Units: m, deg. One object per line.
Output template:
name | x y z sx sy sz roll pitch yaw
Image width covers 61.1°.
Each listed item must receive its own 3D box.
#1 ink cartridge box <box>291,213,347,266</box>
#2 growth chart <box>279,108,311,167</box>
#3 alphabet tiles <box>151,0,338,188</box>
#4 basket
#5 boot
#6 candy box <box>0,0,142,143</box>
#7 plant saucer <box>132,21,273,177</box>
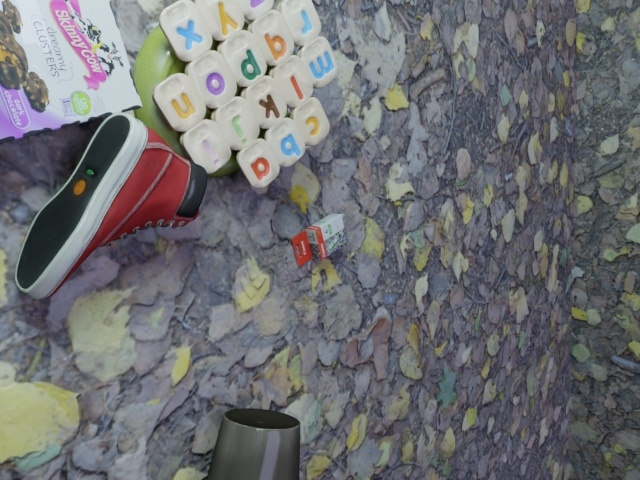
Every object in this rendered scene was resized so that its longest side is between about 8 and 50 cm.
ink cartridge box | 0.000 0.000 1.011 0.115 0.029 0.062 -33 119 -40
growth chart | -0.099 -0.219 0.878 0.172 0.021 0.237 -46 128 -33
alphabet tiles | -0.097 -0.229 0.778 0.284 0.021 0.278 -43 126 -21
basket | -0.109 0.400 0.874 0.204 0.154 0.226 14 82 -48
boot | -0.248 -0.015 0.688 0.244 0.088 0.176 -55 146 -2
candy box | -0.321 -0.206 0.602 0.196 0.070 0.164 -30 117 -40
plant saucer | -0.147 -0.208 0.783 0.241 0.037 0.241 -13 112 -36
